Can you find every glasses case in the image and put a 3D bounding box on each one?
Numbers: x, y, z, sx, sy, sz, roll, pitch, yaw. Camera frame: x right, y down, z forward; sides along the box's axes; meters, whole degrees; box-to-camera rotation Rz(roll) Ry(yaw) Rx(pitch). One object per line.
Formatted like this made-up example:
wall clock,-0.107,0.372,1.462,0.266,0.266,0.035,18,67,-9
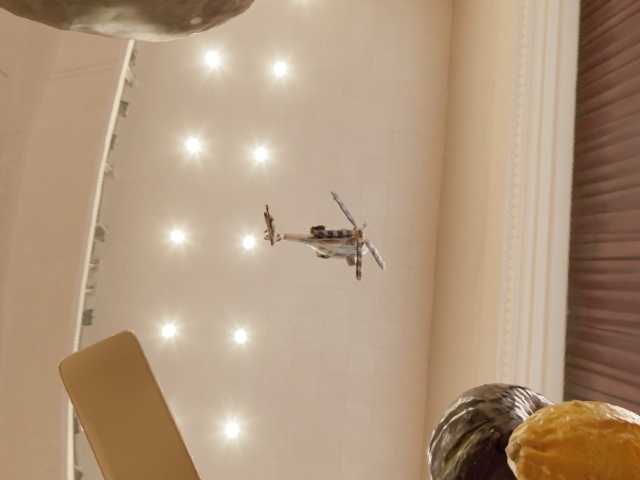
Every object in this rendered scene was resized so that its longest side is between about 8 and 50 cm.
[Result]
glasses case,-0.307,0.313,0.818,0.131,0.070,0.313,-25,-98,-24

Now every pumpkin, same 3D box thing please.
pumpkin,0.347,0.401,0.855,0.323,0.323,0.241,24,-78,-7

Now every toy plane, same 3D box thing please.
toy plane,0.001,0.010,0.936,0.273,0.107,0.182,-18,-100,-46

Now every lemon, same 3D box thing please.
lemon,0.237,0.198,0.434,0.155,0.114,0.114,9,-96,-8

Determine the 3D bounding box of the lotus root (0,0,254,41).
lotus root,-0.140,-0.247,0.353,0.314,0.210,0.142,-1,-103,-38
